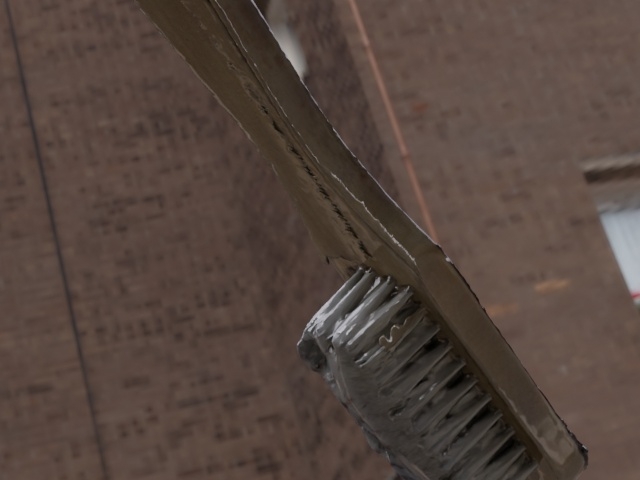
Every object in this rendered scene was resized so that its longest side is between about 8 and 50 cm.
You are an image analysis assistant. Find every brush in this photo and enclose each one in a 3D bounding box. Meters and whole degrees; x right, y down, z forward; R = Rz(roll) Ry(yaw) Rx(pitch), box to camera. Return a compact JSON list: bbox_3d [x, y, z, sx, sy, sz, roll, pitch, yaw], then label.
[{"bbox_3d":[0.000,0.000,0.616,0.065,0.327,0.070,-44,23,-22],"label":"brush"}]
